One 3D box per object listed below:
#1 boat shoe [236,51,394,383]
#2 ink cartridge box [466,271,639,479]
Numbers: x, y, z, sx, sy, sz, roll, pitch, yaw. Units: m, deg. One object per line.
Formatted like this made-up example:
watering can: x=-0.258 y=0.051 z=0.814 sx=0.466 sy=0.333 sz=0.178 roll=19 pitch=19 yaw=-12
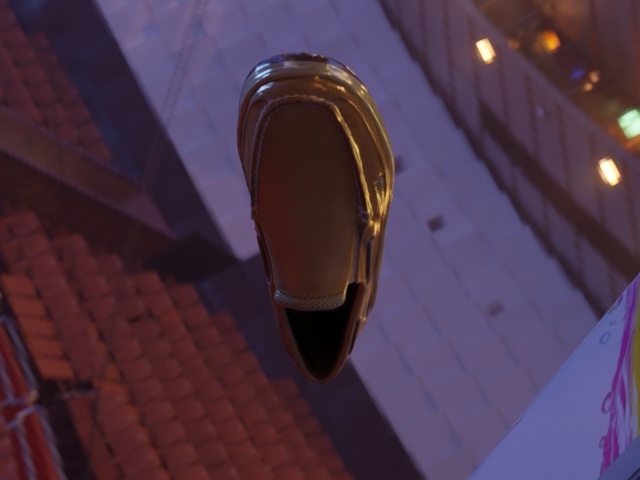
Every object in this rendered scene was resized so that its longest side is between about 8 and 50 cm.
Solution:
boat shoe: x=0.000 y=0.000 z=0.638 sx=0.190 sy=0.068 sz=0.072 roll=77 pitch=17 yaw=-52
ink cartridge box: x=0.161 y=0.110 z=0.329 sx=0.197 sy=0.198 sz=0.270 roll=-86 pitch=-160 yaw=-46
